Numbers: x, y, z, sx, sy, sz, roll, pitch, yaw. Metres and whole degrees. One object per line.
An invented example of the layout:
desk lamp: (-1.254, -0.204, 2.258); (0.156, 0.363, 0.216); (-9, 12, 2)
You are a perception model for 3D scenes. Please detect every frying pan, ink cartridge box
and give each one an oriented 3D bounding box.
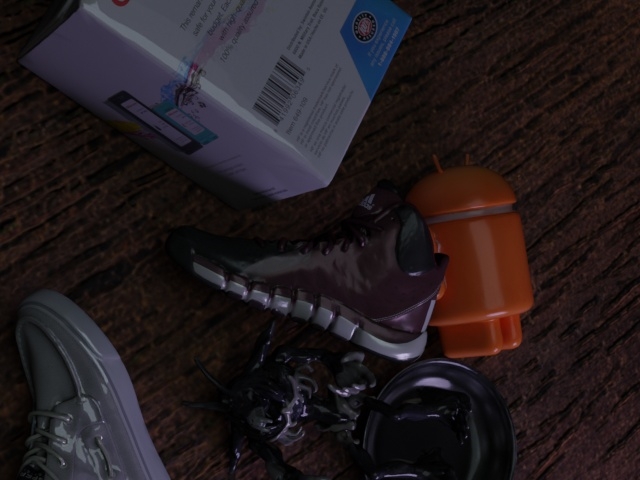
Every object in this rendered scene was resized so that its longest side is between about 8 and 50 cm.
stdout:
frying pan: (0.122, 0.289, 1.237); (0.197, 0.053, 0.326); (7, 81, -27)
ink cartridge box: (-0.101, -0.190, 1.086); (0.270, 0.197, 0.198); (35, 69, -22)

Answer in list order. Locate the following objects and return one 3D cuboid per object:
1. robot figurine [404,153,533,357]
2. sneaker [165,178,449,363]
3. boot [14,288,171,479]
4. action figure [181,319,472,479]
robot figurine: (0.159, 0.014, 1.253); (0.158, 0.128, 0.219); (-9, 89, -13)
sneaker: (0.000, 0.000, 1.137); (0.281, 0.106, 0.162); (23, 95, -17)
boot: (-0.223, 0.178, 1.014); (0.123, 0.095, 0.258); (-37, 104, -49)
action figure: (0.010, 0.175, 1.114); (0.275, 0.141, 0.164); (12, 96, -13)
